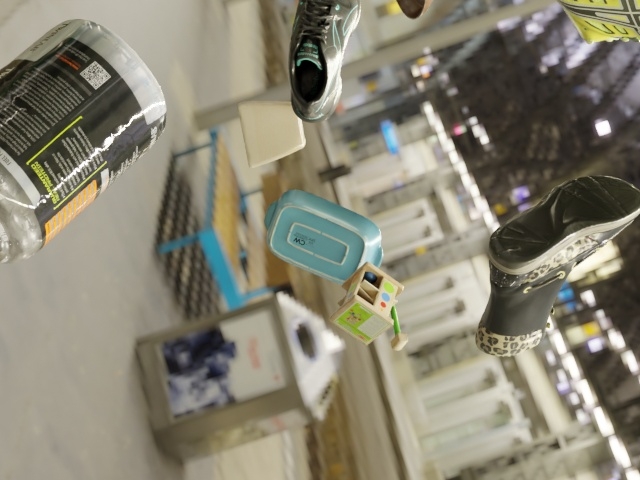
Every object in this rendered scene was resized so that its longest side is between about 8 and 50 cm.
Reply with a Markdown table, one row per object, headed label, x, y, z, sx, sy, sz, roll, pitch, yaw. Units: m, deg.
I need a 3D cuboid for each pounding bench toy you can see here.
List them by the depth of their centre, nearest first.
| label | x | y | z | sx | sy | sz | roll | pitch | yaw |
| --- | --- | --- | --- | --- | --- | --- | --- | --- | --- |
| pounding bench toy | 0.064 | 0.074 | 1.505 | 0.083 | 0.052 | 0.065 | 35 | 44 | -12 |

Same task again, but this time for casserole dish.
| label | x | y | z | sx | sy | sz | roll | pitch | yaw |
| --- | --- | --- | --- | --- | --- | --- | --- | --- | --- |
| casserole dish | 0.000 | 0.000 | 2.043 | 0.037 | 0.188 | 0.114 | -44 | 156 | -67 |

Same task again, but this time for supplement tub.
| label | x | y | z | sx | sy | sz | roll | pitch | yaw |
| --- | --- | --- | --- | --- | --- | --- | --- | --- | --- |
| supplement tub | -0.375 | -0.114 | 1.781 | 0.207 | 0.338 | 0.207 | 29 | -34 | 22 |

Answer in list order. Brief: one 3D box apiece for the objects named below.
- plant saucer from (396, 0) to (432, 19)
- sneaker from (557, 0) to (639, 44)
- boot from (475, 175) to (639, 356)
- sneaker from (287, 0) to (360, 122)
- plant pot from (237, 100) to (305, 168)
| label | x | y | z | sx | sy | sz | roll | pitch | yaw |
| --- | --- | --- | --- | --- | --- | --- | --- | --- | --- |
| plant saucer | 0.137 | -0.416 | 2.069 | 0.168 | 0.029 | 0.169 | 166 | -90 | -75 |
| sneaker | 0.368 | -0.280 | 1.552 | 0.147 | 0.384 | 0.145 | -60 | 179 | 41 |
| boot | 0.283 | 0.030 | 1.678 | 0.085 | 0.236 | 0.179 | 43 | -37 | 33 |
| sneaker | 0.003 | -0.316 | 2.141 | 0.106 | 0.101 | 0.268 | -10 | 104 | -80 |
| plant pot | -0.079 | -0.188 | 2.341 | 0.109 | 0.096 | 0.109 | -74 | 153 | -82 |
